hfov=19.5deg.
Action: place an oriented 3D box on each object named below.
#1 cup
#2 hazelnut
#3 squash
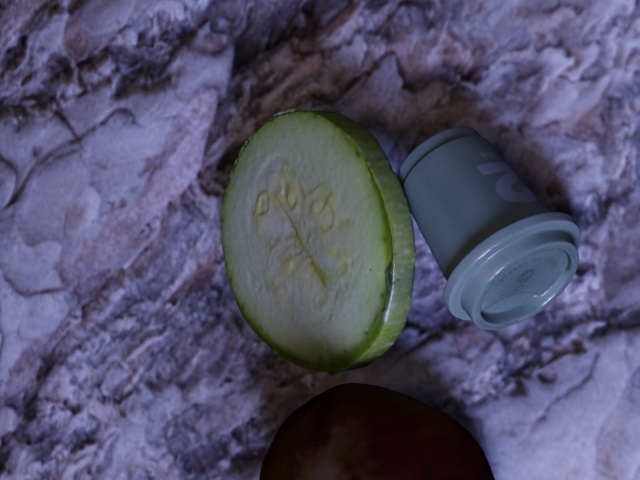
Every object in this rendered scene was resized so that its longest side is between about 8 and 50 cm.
[{"bbox_3d":[0.127,-0.014,1.467,0.120,0.120,0.141,-47,55,23],"label":"cup"},{"bbox_3d":[0.034,0.209,1.467,0.208,0.208,0.208,1,92,31],"label":"hazelnut"},{"bbox_3d":[-0.004,0.000,1.532,0.219,0.041,0.219,14,108,51],"label":"squash"}]
